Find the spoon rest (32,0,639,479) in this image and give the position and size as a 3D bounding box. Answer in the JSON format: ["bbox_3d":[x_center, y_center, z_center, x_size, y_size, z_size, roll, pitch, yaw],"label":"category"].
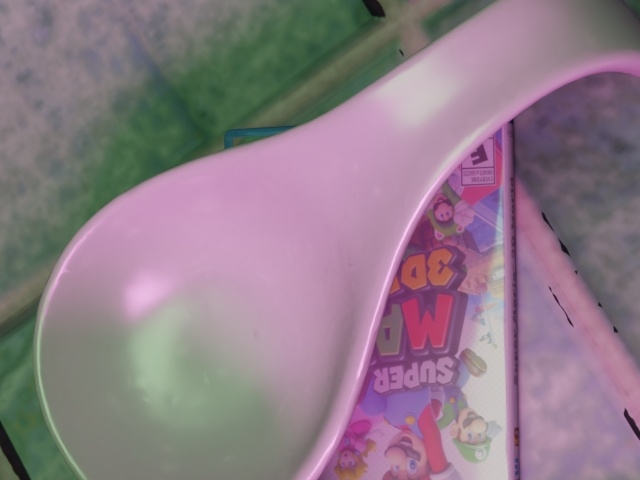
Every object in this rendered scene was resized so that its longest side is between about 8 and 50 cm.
[{"bbox_3d":[0.000,0.000,0.656,0.276,0.084,0.137,-42,74,14],"label":"spoon rest"}]

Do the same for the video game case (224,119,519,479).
[{"bbox_3d":[0.019,0.036,0.700,0.119,0.015,0.166,-2,87,21],"label":"video game case"}]
